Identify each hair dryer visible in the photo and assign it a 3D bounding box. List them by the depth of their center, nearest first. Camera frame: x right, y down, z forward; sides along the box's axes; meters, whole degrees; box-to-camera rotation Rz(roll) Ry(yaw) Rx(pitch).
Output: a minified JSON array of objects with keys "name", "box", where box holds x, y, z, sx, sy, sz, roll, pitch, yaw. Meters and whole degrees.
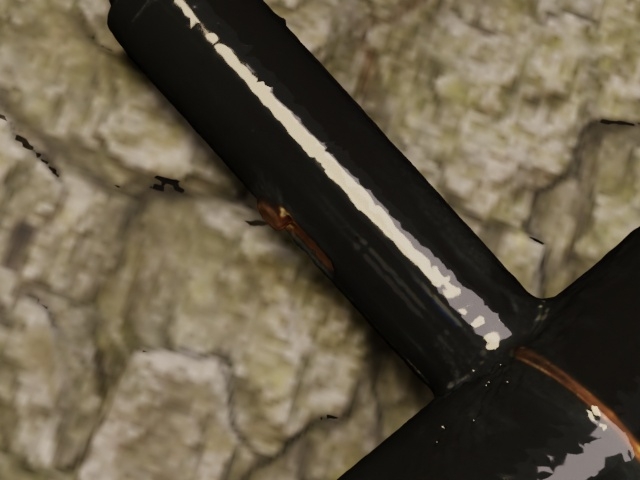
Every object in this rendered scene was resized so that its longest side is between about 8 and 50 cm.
[{"name":"hair dryer","box":[0.000,0.000,0.700,0.189,0.107,0.352,-39,76,-17]}]
